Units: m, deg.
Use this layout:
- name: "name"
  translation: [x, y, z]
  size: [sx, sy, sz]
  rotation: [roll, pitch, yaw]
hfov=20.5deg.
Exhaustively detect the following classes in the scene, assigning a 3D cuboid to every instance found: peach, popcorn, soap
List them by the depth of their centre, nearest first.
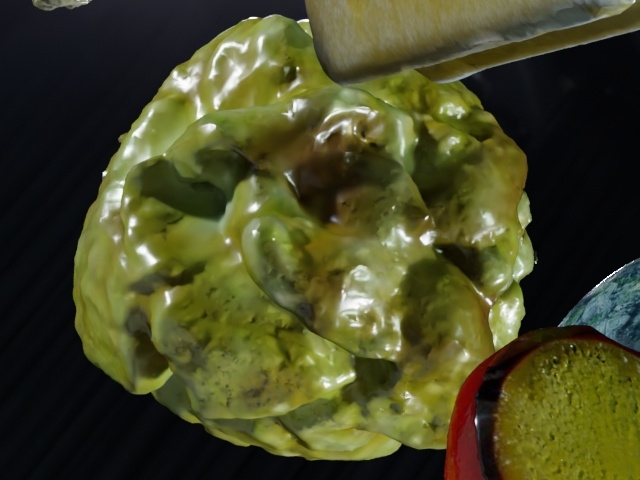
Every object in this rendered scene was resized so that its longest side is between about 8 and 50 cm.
- name: "soap"
  translation: [0.070, -0.162, 0.743]
  size: [0.274, 0.089, 0.173]
  rotation: [175, -94, -71]
- name: "peach"
  translation: [0.121, 0.127, 0.841]
  size: [0.127, 0.172, 0.092]
  rotation: [3, -31, -19]
- name: "popcorn"
  translation: [-0.004, -0.005, 1.085]
  size: [0.282, 0.282, 0.247]
  rotation: [46, -37, -22]

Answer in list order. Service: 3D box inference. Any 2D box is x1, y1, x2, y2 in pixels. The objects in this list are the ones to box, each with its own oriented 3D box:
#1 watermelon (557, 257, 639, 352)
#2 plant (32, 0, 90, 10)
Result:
- name: "watermelon"
  translation: [0.353, 0.129, 1.553]
  size: [0.318, 0.148, 0.226]
  rotation: [33, 12, 32]
- name: "plant"
  translation: [-0.147, -0.172, 0.882]
  size: [0.122, 0.116, 0.104]
  rotation: [-7, -40, 28]
